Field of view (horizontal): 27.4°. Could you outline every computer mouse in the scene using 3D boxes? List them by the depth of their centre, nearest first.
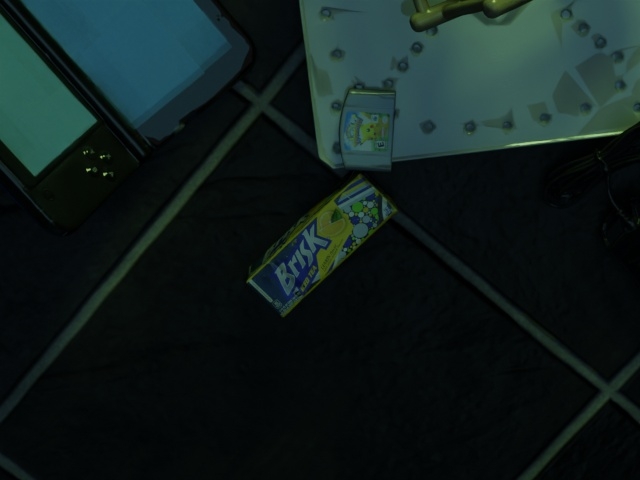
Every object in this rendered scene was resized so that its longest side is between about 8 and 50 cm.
[{"bbox_3d":[0.375,-0.019,1.352,0.262,0.060,0.184,45,136,-5],"label":"computer mouse"}]

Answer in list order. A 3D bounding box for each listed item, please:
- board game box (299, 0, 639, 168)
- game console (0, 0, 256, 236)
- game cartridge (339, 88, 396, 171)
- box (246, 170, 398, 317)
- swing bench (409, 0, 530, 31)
[{"bbox_3d":[0.170,-0.287,1.313,0.390,0.050,0.389,-7,105,2],"label":"board game box"},{"bbox_3d":[-0.248,-0.198,1.279,0.173,0.250,0.293,-34,103,35],"label":"game console"},{"bbox_3d":[0.046,-0.111,1.326,0.056,0.017,0.083,3,105,3],"label":"game cartridge"},{"bbox_3d":[0.000,0.000,1.385,0.169,0.054,0.059,-44,101,10],"label":"box"},{"bbox_3d":[0.179,-0.353,1.179,0.255,0.165,0.253,-25,104,-19],"label":"swing bench"}]
